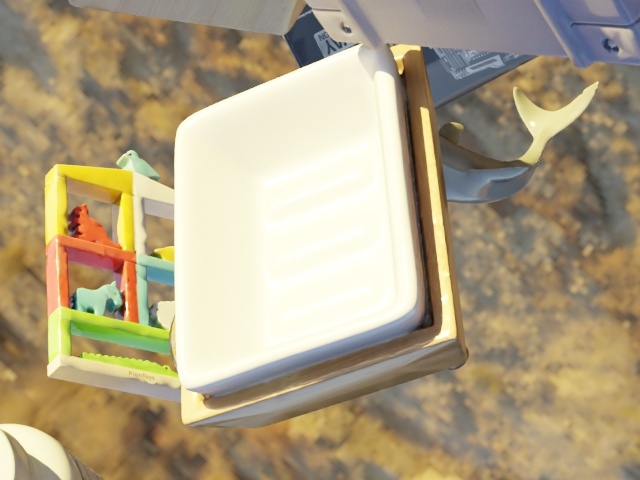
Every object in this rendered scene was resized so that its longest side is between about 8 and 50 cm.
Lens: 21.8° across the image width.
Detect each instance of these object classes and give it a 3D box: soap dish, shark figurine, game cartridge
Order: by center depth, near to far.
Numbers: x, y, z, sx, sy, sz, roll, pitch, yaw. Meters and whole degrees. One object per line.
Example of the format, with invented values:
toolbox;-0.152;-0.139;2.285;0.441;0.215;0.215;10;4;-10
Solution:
game cartridge;0.060;-0.221;1.119;0.230;0.068;0.355;47;161;-31
soap dish;0.000;0.000;1.316;0.229;0.291;0.118;-20;141;21
shark figurine;0.191;-0.083;1.745;0.116;0.278;0.166;-13;88;51

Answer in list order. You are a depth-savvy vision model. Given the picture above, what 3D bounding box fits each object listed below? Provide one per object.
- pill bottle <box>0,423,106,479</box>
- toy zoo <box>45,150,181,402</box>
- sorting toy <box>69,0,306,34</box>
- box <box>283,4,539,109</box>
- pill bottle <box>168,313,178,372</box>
pill bottle;-0.297;0.288;1.661;0.176;0.176;0.318;32;167;28
toy zoo;-0.206;0.029;1.804;0.192;0.293;0.030;14;143;-32
sorting toy;-0.095;-0.335;1.604;0.257;0.255;0.089;-56;46;35
box;0.114;-0.266;1.949;0.242;0.307;0.076;61;-177;-45
pill bottle;-0.055;0.075;1.556;0.123;0.123;0.219;44;154;-5
